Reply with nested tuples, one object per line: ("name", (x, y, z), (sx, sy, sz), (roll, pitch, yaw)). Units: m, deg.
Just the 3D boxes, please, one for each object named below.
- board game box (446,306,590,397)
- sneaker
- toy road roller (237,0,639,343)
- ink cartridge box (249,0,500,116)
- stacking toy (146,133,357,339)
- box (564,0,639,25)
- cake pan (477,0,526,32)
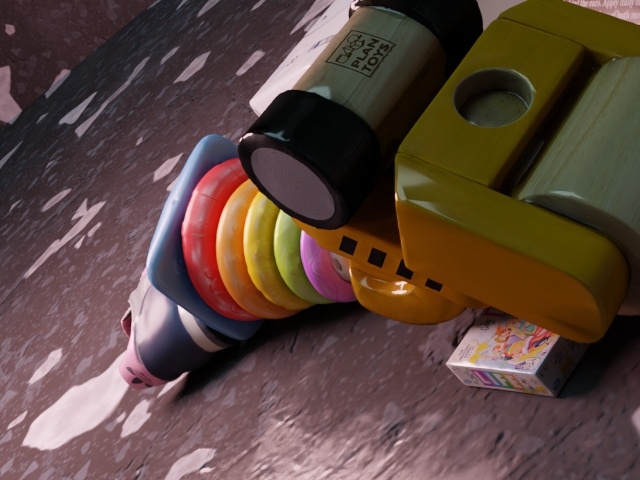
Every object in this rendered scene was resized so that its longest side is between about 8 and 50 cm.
("board game box", (0.170, 0.043, 0.926), (0.154, 0.026, 0.103), (-52, 23, -21))
("sneaker", (-0.167, 0.045, 1.405), (0.131, 0.112, 0.319), (-35, 22, 14))
("toy road roller", (0.122, -0.035, 0.918), (0.329, 0.241, 0.202), (23, 62, 27))
("ink cartridge box", (0.112, -0.289, 1.486), (0.385, 0.091, 0.308), (-27, 22, 54))
("stacking toy", (0.000, 0.000, 1.173), (0.301, 0.165, 0.175), (0, 62, 46))
("box", (0.294, -0.312, 0.947), (0.191, 0.143, 0.382), (-155, 69, -67))
("cake pan", (0.171, -0.242, 1.232), (0.293, 0.054, 0.293), (-26, 31, 17))
